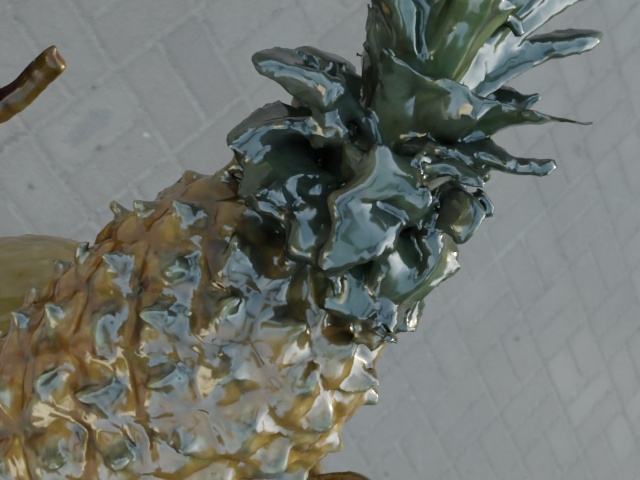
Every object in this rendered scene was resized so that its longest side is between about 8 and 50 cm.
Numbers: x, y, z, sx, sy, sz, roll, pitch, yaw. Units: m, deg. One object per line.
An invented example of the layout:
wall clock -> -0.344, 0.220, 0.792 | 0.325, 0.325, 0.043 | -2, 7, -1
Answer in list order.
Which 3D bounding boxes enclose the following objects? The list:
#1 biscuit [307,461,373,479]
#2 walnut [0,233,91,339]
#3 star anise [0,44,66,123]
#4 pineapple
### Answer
biscuit -> -0.046, 0.230, 0.627 | 0.205, 0.138, 0.031 | -57, 141, -11
walnut -> -0.255, 0.158, 0.762 | 0.332, 0.332, 0.333 | -11, 109, -34
star anise -> -0.240, -0.083, 0.561 | 0.111, 0.212, 0.196 | 40, 77, -15
pineapple -> 0.000, 0.000, 0.408 | 0.340, 0.169, 0.169 | -44, 130, 17
